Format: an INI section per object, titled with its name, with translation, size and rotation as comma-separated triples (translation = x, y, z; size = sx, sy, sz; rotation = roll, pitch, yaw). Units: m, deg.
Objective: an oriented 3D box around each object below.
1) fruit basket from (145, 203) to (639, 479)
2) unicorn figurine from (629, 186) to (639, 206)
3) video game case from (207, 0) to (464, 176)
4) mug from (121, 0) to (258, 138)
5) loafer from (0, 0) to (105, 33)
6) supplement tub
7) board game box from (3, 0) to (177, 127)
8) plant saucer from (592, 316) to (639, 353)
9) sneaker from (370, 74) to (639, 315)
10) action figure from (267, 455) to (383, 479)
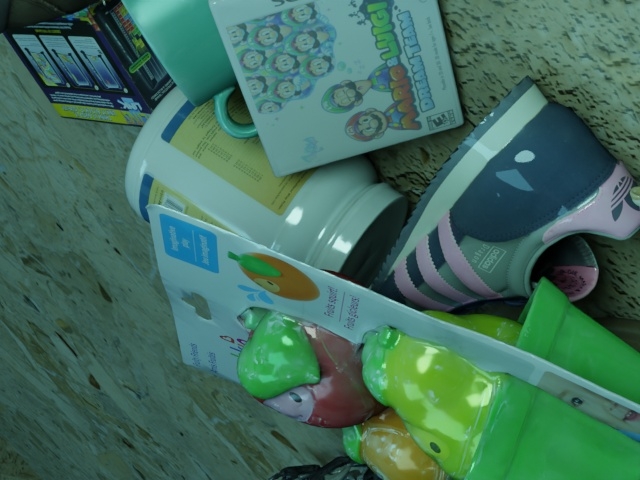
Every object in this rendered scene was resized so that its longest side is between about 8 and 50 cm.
[fruit basket]
translation = 0.046, 0.115, 0.837
size = 0.353, 0.165, 0.327
rotation = 17, 157, 4
[unicorn figurine]
translation = 0.244, -0.033, 0.691
size = 0.111, 0.060, 0.162
rotation = 26, 150, 28
[video game case]
translation = 0.015, -0.121, 0.801
size = 0.143, 0.019, 0.157
rotation = -16, 134, 5
[mug]
translation = -0.076, -0.167, 0.845
size = 0.158, 0.097, 0.129
rotation = 55, -177, -44
[loafer]
translation = -0.182, -0.290, 0.827
size = 0.366, 0.130, 0.134
rotation = -52, 53, 54
[supplement tub]
translation = -0.044, -0.035, 0.967
size = 0.199, 0.144, 0.144
rotation = 33, 152, 16
[board game box]
translation = -0.214, -0.175, 1.088
size = 0.170, 0.048, 0.141
rotation = 12, 143, 43
[plant saucer]
translation = 0.293, 0.173, 0.960
size = 0.277, 0.041, 0.278
rotation = 31, 151, 20
[sneaker]
translation = 0.126, 0.019, 0.865
size = 0.131, 0.112, 0.319
rotation = 40, 154, 9
[action figure]
translation = 0.033, 0.327, 1.415
size = 0.164, 0.141, 0.275
rotation = 56, 153, -4
